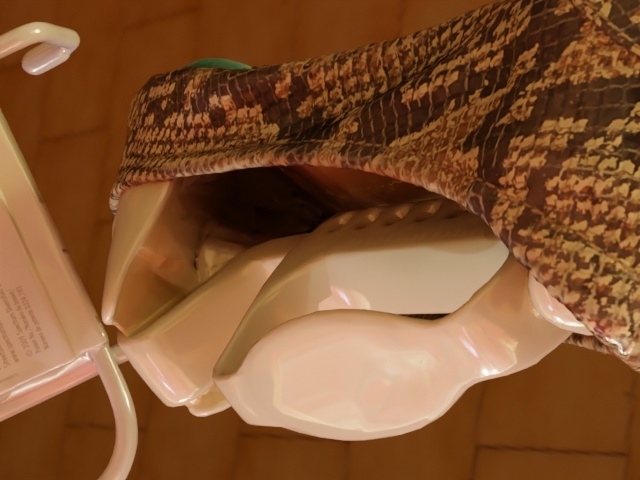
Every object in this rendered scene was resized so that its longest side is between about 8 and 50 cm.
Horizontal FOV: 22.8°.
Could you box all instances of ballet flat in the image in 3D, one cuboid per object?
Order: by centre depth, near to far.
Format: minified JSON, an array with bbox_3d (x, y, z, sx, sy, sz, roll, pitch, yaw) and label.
[{"bbox_3d":[0.000,0.000,0.699,0.182,0.164,0.483,-57,24,-19],"label":"ballet flat"}]

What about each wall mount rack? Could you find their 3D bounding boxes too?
[{"bbox_3d":[-0.252,0.024,0.999,0.304,0.130,0.350,-25,89,8],"label":"wall mount rack"}]
